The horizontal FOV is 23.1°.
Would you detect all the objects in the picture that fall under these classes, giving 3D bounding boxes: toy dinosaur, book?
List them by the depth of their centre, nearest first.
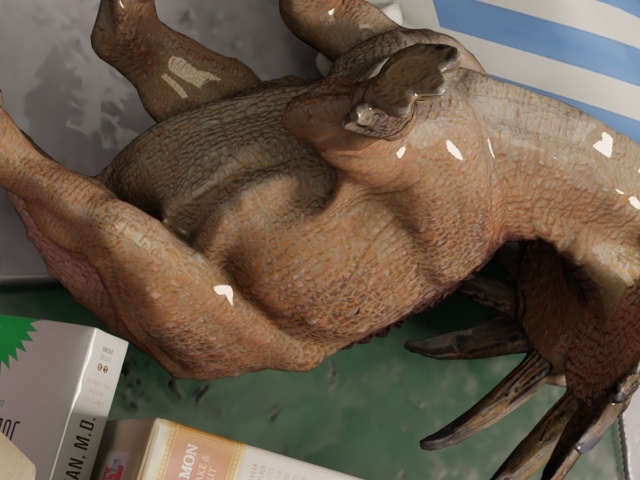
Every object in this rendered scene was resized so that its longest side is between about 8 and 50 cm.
[{"bbox_3d":[0.000,0.000,0.510,0.200,0.296,0.127,62,35,-37],"label":"toy dinosaur"},{"bbox_3d":[-0.121,0.096,0.516,0.035,0.096,0.144,31,68,-50],"label":"book"}]

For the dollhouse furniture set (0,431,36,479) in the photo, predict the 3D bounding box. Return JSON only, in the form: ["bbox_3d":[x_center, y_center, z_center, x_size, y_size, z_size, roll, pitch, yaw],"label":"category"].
[{"bbox_3d":[-0.124,0.170,0.347,0.242,0.212,0.161,52,42,-28],"label":"dollhouse furniture set"}]

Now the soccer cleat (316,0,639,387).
[{"bbox_3d":[0.042,-0.091,0.582,0.143,0.116,0.331,-39,93,-9],"label":"soccer cleat"}]

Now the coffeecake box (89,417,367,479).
[{"bbox_3d":[0.008,0.117,0.527,0.186,0.142,0.068,19,78,-14],"label":"coffeecake box"}]
